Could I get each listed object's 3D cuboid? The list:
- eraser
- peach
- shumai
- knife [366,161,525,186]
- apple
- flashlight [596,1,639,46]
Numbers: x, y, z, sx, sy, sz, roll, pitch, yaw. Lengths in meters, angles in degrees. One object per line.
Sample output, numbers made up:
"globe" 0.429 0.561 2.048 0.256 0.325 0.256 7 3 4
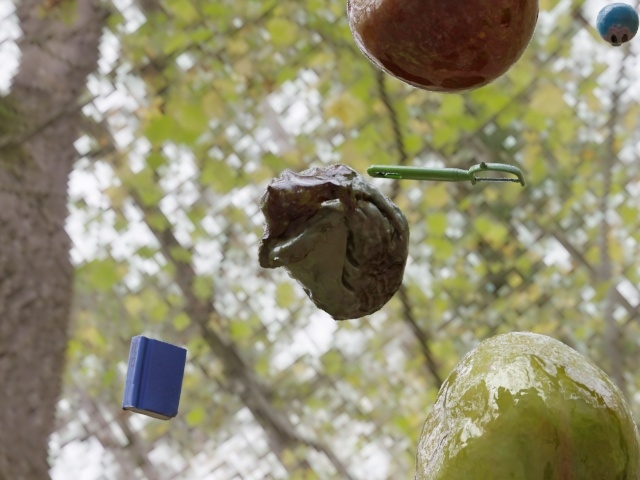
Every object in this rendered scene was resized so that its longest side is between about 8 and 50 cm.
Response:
"eraser" -0.188 0.156 2.091 0.063 0.085 0.027 20 -22 -33
"peach" 0.262 0.277 2.283 0.281 0.316 0.314 9 -61 -14
"shumai" 0.002 0.006 2.064 0.142 0.184 0.184 -13 -38 -50
"knife" 0.159 -0.090 2.412 0.212 0.015 0.054 3 -25 19
"apple" 0.126 -0.243 1.888 0.174 0.188 0.188 27 -66 -27
"flashlight" 0.349 -0.255 2.175 0.051 0.051 0.129 -44 -2 10
